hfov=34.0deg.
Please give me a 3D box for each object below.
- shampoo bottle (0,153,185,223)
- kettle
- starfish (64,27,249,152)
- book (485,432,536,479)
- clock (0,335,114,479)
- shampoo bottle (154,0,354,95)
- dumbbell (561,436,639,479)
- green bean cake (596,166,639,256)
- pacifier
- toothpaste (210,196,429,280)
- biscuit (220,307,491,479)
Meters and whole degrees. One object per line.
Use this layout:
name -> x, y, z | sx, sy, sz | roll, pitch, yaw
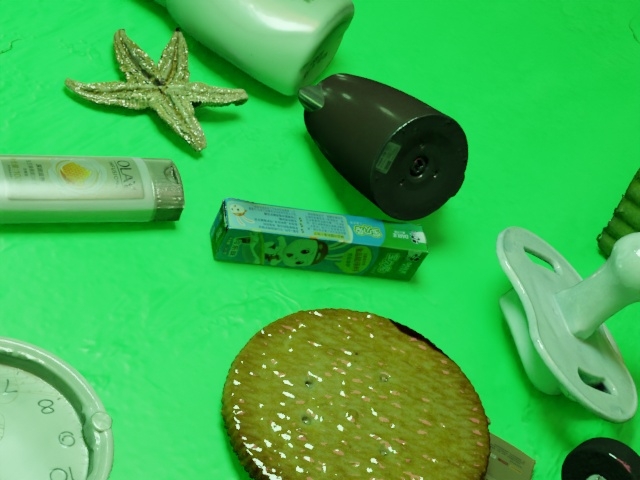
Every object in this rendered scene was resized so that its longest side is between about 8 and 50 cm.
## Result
shampoo bottle -> -0.274, -0.059, 1.206 | 0.227, 0.056, 0.086 | -1, 51, -28
kettle -> 0.089, -0.137, 1.385 | 0.202, 0.144, 0.232 | 14, 19, -37
starfish -> -0.217, -0.204, 1.384 | 0.240, 0.043, 0.227 | -1, 48, -24
book -> 0.153, 0.278, 1.134 | 0.138, 0.016, 0.199 | 31, 43, 3
clock -> -0.308, 0.190, 0.953 | 0.236, 0.053, 0.236 | 16, 43, -16
shampoo bottle -> -0.135, -0.362, 1.499 | 0.349, 0.151, 0.222 | 33, 42, 6
dumbbell -> 0.269, 0.289, 1.111 | 0.191, 0.100, 0.100 | -21, 61, -46
green bean cake -> 0.513, -0.055, 1.506 | 0.214, 0.200, 0.113 | -28, 57, -38
pacifier -> 0.342, 0.079, 1.277 | 0.238, 0.226, 0.287 | 22, 41, -34
toothpaste -> 0.000, 0.000, 1.284 | 0.266, 0.065, 0.050 | 7, 46, -22
biscuit -> 0.040, 0.192, 1.130 | 0.305, 0.038, 0.305 | 11, 42, -10
